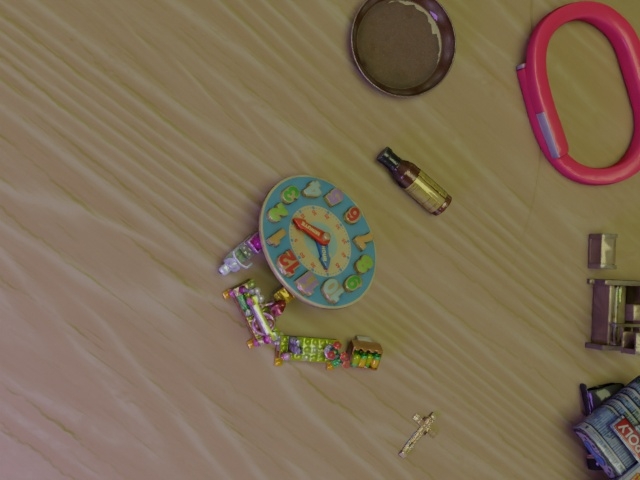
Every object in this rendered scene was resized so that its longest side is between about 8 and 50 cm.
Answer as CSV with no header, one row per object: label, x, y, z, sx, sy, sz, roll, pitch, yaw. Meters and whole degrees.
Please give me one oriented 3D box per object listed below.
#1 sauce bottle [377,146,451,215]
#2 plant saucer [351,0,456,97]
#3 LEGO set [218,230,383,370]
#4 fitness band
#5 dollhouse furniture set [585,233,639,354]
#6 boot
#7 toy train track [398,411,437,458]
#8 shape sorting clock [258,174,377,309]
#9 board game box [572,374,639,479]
sauce bottle,0.140,-0.091,1.856,0.128,0.042,0.042,42,78,-10
plant saucer,0.122,-0.298,1.861,0.168,0.029,0.169,0,89,-17
LEGO set,-0.032,0.122,1.768,0.287,0.107,0.132,42,78,-11
fitness band,0.425,-0.230,1.940,0.209,0.054,0.291,-19,95,-19
dollhouse furniture set,0.493,0.082,1.894,0.101,0.161,0.182,3,89,-16
boot,0.508,0.280,1.945,0.197,0.077,0.137,-7,86,-17
toy train track,0.149,0.295,1.866,0.048,0.014,0.083,43,79,-11
shape sorting clock,0.000,0.000,1.778,0.206,0.040,0.206,13,65,-30
board game box,0.484,0.332,1.865,0.194,0.060,0.194,-34,83,-19
